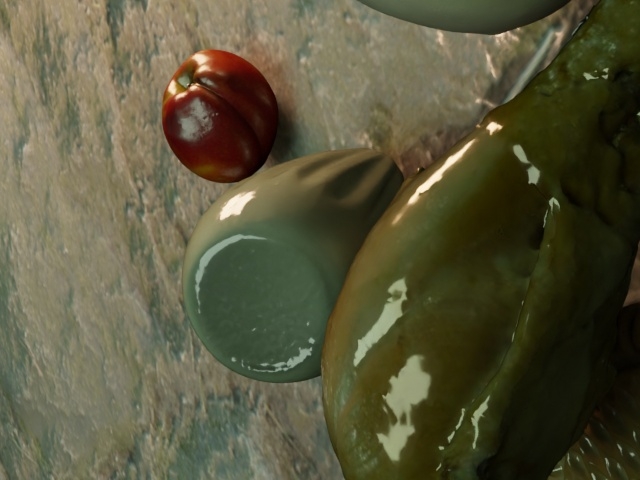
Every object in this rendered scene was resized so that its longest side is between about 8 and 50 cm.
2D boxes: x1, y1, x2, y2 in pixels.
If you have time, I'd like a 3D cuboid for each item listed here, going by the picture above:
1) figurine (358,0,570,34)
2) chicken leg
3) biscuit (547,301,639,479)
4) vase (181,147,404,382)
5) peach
[{"bbox_3d":[0.114,-0.305,0.711,0.275,0.226,0.394,-95,29,-42],"label":"figurine"},{"bbox_3d":[0.132,-0.036,0.708,0.152,0.201,0.429,31,106,6],"label":"chicken leg"},{"bbox_3d":[0.228,0.149,0.765,0.259,0.079,0.259,22,118,51],"label":"biscuit"},{"bbox_3d":[0.000,0.000,0.908,0.128,0.248,0.128,5,109,15],"label":"vase"},{"bbox_3d":[-0.077,-0.096,1.109,0.100,0.100,0.101,24,121,49],"label":"peach"}]
